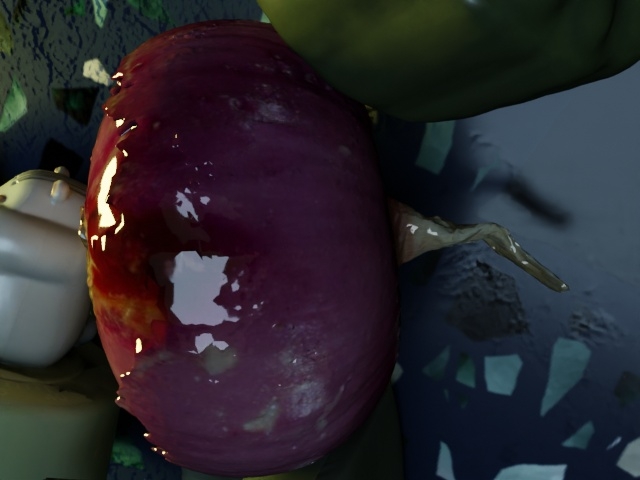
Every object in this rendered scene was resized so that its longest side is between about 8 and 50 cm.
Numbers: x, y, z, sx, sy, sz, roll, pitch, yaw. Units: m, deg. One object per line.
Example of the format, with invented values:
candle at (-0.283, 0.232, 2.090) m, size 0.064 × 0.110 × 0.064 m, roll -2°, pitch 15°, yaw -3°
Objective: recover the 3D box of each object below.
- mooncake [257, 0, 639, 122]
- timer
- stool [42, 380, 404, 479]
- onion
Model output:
mooncake at (0.098, -0.259, 0.559) m, size 0.187 × 0.351 × 0.351 m, roll -13°, pitch 101°, yaw 52°
timer at (-0.309, 0.079, 0.822) m, size 0.291 × 0.291 × 0.315 m, roll 23°, pitch 99°, yaw 11°
stool at (-0.072, 0.250, 0.787) m, size 0.270 × 0.243 × 0.170 m, roll -3°, pitch 102°, yaw 19°
onion at (-0.040, -0.005, 0.677) m, size 0.345 × 0.358 × 0.358 m, roll -24°, pitch 97°, yaw -22°
